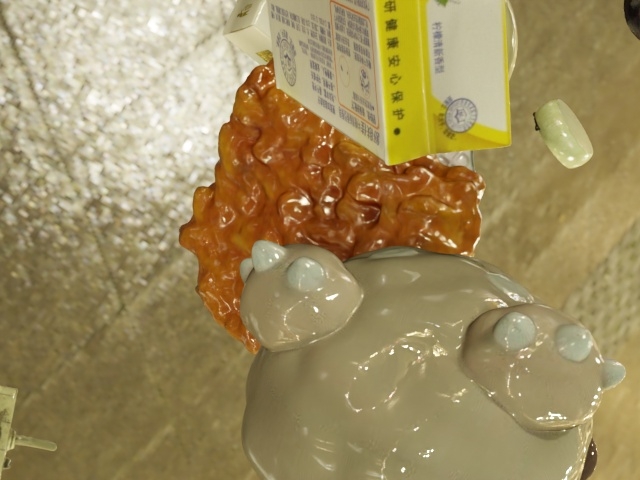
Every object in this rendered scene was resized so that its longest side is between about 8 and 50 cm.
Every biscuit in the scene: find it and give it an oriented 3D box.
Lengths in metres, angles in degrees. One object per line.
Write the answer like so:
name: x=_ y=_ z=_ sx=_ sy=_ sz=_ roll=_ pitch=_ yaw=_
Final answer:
biscuit: x=0.000 y=0.000 z=1.372 sx=0.111 sy=0.312 sz=0.318 roll=-15 pitch=140 yaw=-51

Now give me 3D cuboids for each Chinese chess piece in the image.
Chinese chess piece: x=0.282 y=-0.123 z=1.521 sx=0.034 sy=0.084 sz=0.084 roll=-33 pitch=158 yaw=24

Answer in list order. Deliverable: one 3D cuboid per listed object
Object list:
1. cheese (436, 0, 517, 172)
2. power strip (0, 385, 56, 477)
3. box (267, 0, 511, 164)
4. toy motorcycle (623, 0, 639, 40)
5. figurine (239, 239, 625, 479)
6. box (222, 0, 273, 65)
cheese: x=0.141 y=-0.173 z=1.482 sx=0.082 sy=0.163 sz=0.286 roll=38 pitch=51 yaw=-81
power strip: x=-0.367 y=0.161 z=1.162 sx=0.034 sy=0.268 sz=0.092 roll=126 pitch=-27 yaw=-67
box: x=0.040 y=-0.171 z=0.994 sx=0.097 sy=0.265 sz=0.168 roll=-13 pitch=111 yaw=-16
toy motorcycle: x=0.362 y=-0.246 z=1.014 sx=0.275 sy=0.205 sz=0.127 roll=-47 pitch=179 yaw=0
figurine: x=0.065 y=0.157 z=0.884 sx=0.203 sy=0.248 sz=0.380 roll=-55 pitch=152 yaw=-35
box: x=-0.004 y=-0.306 z=1.578 sx=0.155 sy=0.067 sz=0.242 roll=36 pitch=65 yaw=-31
